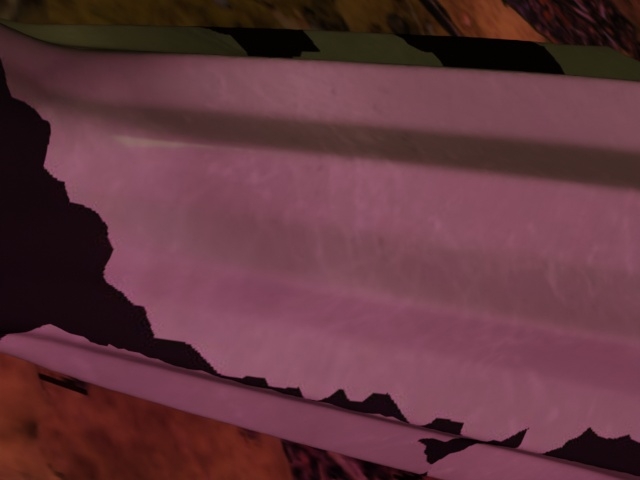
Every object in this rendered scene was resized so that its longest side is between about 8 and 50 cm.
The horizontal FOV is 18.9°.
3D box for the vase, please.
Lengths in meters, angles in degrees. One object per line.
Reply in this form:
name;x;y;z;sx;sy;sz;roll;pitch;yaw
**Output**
vase;0.000;0.000;0.582;0.360;0.165;0.165;8;51;-44
